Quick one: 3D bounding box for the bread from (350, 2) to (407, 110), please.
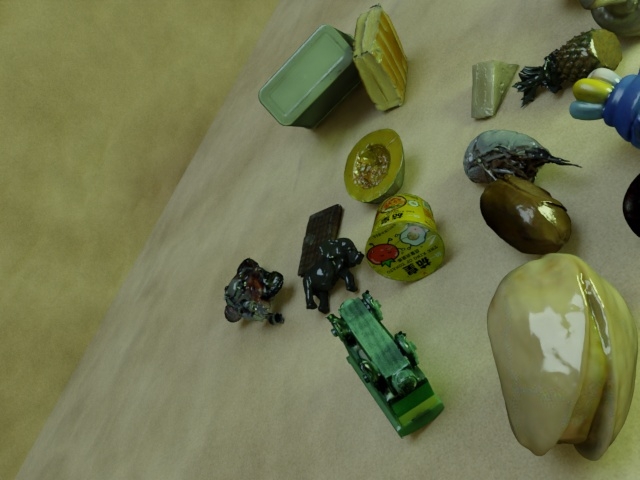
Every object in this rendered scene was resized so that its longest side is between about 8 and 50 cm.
[{"bbox_3d":[0.186,-0.569,1.883,0.111,0.246,0.239,-11,49,26],"label":"bread"}]

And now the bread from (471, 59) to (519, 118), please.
[{"bbox_3d":[0.454,-0.392,1.574,0.077,0.105,0.152,8,99,55],"label":"bread"}]

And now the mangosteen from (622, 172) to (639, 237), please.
[{"bbox_3d":[0.582,-0.061,0.993,0.152,0.152,0.152,-33,37,30],"label":"mangosteen"}]

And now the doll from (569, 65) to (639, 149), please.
[{"bbox_3d":[0.651,-0.259,1.034,0.365,0.187,0.376,-37,37,22],"label":"doll"}]

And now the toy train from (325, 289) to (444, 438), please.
[{"bbox_3d":[0.126,0.243,1.238,0.120,0.202,0.301,-31,31,-7],"label":"toy train"}]

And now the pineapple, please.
[{"bbox_3d":[0.554,-0.396,1.384,0.251,0.125,0.125,-16,47,59],"label":"pineapple"}]

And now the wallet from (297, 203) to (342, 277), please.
[{"bbox_3d":[0.000,0.000,1.782,0.124,0.042,0.230,-21,45,37],"label":"wallet"}]

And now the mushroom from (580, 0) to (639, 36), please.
[{"bbox_3d":[0.640,-0.533,1.266,0.215,0.207,0.207,-15,25,-20],"label":"mushroom"}]

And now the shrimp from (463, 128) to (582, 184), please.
[{"bbox_3d":[0.424,-0.170,1.315,0.145,0.116,0.343,-57,25,-3],"label":"shrimp"}]

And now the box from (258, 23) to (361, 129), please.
[{"bbox_3d":[-0.007,-0.547,2.047,0.352,0.177,0.344,-42,-1,17],"label":"box"}]

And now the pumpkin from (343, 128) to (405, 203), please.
[{"bbox_3d":[0.171,-0.193,1.695,0.217,0.110,0.217,-21,56,35],"label":"pumpkin"}]

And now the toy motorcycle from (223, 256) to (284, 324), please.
[{"bbox_3d":[-0.193,0.172,1.789,0.207,0.134,0.401,-59,30,-8],"label":"toy motorcycle"}]

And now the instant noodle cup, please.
[{"bbox_3d":[0.198,-0.017,1.425,0.182,0.182,0.144,-34,28,29],"label":"instant noodle cup"}]

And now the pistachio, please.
[{"bbox_3d":[0.380,0.175,0.946,0.238,0.229,0.321,90,-174,-69],"label":"pistachio"}]

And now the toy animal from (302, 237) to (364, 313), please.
[{"bbox_3d":[0.027,0.083,1.596,0.245,0.114,0.146,-35,37,28],"label":"toy animal"}]

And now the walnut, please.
[{"bbox_3d":[0.406,-0.050,1.206,0.137,0.137,0.245,-51,31,6],"label":"walnut"}]
